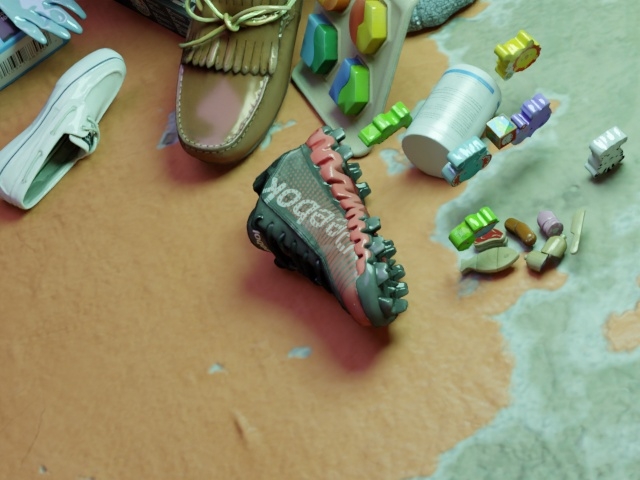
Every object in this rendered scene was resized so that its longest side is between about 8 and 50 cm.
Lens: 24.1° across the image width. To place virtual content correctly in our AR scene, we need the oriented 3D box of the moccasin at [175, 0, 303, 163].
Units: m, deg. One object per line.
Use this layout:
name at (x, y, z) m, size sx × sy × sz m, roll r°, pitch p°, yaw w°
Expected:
moccasin at (-0.081, -0.271, 1.704) m, size 0.139 × 0.147 × 0.380 m, roll 17°, pitch 78°, yaw 15°

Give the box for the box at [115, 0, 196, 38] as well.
box at (-0.130, -0.357, 1.917) m, size 0.216 × 0.060 × 0.270 m, roll -43°, pitch 47°, yaw -16°

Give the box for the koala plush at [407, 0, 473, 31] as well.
koala plush at (0.095, -0.378, 1.718) m, size 0.196 × 0.221 × 0.203 m, roll -10°, pitch 47°, yaw 16°

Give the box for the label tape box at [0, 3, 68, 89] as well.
label tape box at (-0.530, -0.329, 1.930) m, size 0.249 × 0.115 × 0.348 m, roll -39°, pitch 80°, yaw -11°

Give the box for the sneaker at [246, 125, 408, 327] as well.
sneaker at (0.000, 0.000, 1.508) m, size 0.135 × 0.097 × 0.276 m, roll -24°, pitch 42°, yaw 2°

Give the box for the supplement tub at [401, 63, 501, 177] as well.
supplement tub at (0.139, -0.127, 1.577) m, size 0.071 × 0.071 × 0.107 m, roll 14°, pitch 57°, yaw 34°

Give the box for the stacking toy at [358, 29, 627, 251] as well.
stacking toy at (0.175, -0.099, 1.499) m, size 0.221 × 0.052 × 0.167 m, roll -32°, pitch 63°, yaw -14°

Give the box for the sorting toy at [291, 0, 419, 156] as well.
sorting toy at (0.030, -0.226, 1.647) m, size 0.038 × 0.208 × 0.193 m, roll 1°, pitch 35°, yaw -29°

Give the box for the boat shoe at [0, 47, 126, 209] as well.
boat shoe at (-0.298, -0.126, 1.785) m, size 0.076 × 0.083 × 0.226 m, roll 34°, pitch 81°, yaw 29°

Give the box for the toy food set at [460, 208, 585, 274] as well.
toy food set at (0.201, 0.002, 1.470) m, size 0.122 × 0.019 × 0.078 m, roll -6°, pitch 47°, yaw 30°

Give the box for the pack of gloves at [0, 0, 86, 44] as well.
pack of gloves at (-0.359, -0.364, 1.870) m, size 0.232 × 0.046 × 0.195 m, roll 33°, pitch 64°, yaw 6°
